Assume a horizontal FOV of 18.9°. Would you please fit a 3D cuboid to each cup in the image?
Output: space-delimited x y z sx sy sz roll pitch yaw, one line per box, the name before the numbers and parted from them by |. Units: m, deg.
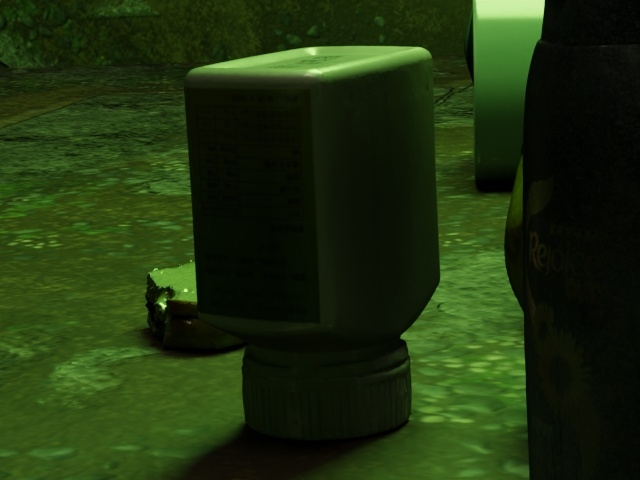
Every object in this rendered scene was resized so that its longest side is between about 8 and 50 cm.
cup | 0.287 -0.159 1.749 0.312 0.205 0.205 -1 10 5

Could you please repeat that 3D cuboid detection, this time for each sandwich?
sandwich | -0.074 0.041 1.206 0.093 0.036 0.105 2 12 20

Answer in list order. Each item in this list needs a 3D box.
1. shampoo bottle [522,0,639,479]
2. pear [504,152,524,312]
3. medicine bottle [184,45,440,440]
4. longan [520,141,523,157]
shampoo bottle | 0.107 0.022 0.704 0.049 0.234 0.087 -7 12 -25
pear | 0.187 -0.002 0.964 0.200 0.200 0.200 -3 10 0
medicine bottle | 0.000 0.000 0.980 0.088 0.188 0.132 3 12 29
longan | 0.233 -0.047 1.208 0.212 0.198 0.198 -10 12 -13
